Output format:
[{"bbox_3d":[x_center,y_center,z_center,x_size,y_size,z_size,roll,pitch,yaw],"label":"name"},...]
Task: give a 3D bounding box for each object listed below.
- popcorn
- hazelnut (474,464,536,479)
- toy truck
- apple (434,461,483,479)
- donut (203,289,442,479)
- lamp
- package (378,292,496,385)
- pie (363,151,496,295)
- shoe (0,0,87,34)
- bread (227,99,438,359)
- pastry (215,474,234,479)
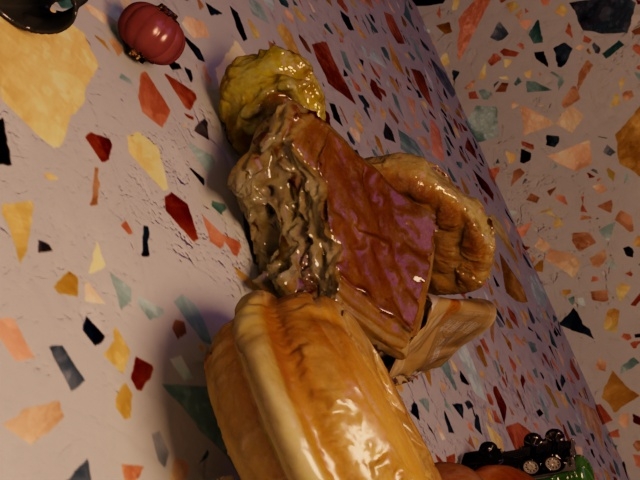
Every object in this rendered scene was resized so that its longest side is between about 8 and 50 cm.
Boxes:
[{"bbox_3d":[-0.085,-0.230,1.557,0.198,0.197,0.155,57,25,-12],"label":"popcorn"},{"bbox_3d":[0.330,0.496,1.636,0.182,0.182,0.182,46,28,-33],"label":"hazelnut"},{"bbox_3d":[0.392,0.446,1.744,0.101,0.242,0.125,-51,124,-65],"label":"toy truck"},{"bbox_3d":[0.196,0.447,1.345,0.261,0.194,0.261,49,-16,19],"label":"apple"},{"bbox_3d":[0.019,0.257,1.127,0.449,0.198,0.449,61,4,-8],"label":"donut"},{"bbox_3d":[-0.257,-0.314,1.394,0.107,0.092,0.107,38,0,0],"label":"lamp"},{"bbox_3d":[0.170,0.182,1.663,0.311,0.221,0.165,11,76,-61],"label":"package"},{"bbox_3d":[0.152,-0.021,1.643,0.339,0.339,0.083,50,48,-27],"label":"pie"},{"bbox_3d":[-0.358,-0.304,1.158,0.241,0.108,0.093,-26,90,-60],"label":"shoe"},{"bbox_3d":[0.000,0.000,1.452,0.370,0.191,0.314,38,49,-20],"label":"bread"},{"bbox_3d":[-0.082,0.389,0.993,0.259,0.089,0.121,64,10,7],"label":"pastry"}]
